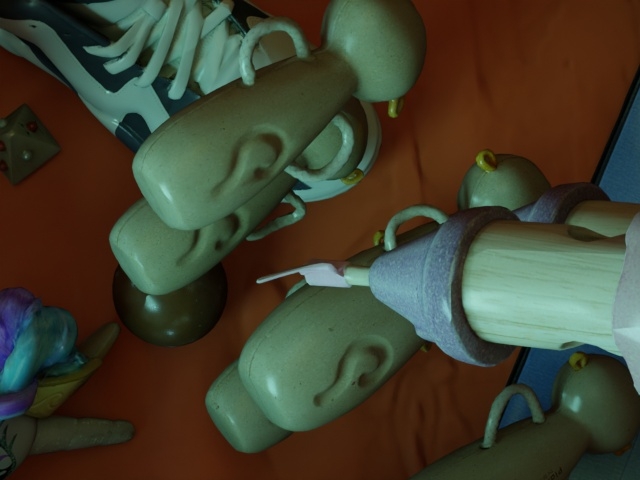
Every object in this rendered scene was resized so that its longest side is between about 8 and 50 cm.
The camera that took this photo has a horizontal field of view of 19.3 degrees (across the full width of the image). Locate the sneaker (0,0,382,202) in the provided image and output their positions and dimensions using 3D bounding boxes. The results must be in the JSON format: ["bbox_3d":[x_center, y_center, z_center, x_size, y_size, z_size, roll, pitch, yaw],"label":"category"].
[{"bbox_3d":[-0.077,-0.101,0.842,0.235,0.153,0.094,37,83,5],"label":"sneaker"}]

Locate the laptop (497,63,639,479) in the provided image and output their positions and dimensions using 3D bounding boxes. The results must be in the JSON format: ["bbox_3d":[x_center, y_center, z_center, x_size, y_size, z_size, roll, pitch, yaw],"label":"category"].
[{"bbox_3d":[0.319,0.050,0.791,0.236,0.408,0.382,28,81,-31],"label":"laptop"}]

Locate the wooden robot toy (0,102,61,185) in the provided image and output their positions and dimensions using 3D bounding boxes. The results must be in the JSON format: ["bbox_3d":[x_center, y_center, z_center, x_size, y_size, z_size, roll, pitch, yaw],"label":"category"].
[{"bbox_3d":[-0.205,-0.080,0.875,0.173,0.079,0.076,26,82,3],"label":"wooden robot toy"}]

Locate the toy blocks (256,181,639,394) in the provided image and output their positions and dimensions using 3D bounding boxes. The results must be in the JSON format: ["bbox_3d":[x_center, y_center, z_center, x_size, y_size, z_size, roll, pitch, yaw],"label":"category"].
[{"bbox_3d":[0.169,-0.008,0.673,0.260,0.289,0.309,5,98,42],"label":"toy blocks"}]

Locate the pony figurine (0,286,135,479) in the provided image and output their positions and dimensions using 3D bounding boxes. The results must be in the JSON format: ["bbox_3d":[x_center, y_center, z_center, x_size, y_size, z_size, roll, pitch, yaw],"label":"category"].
[{"bbox_3d":[-0.284,0.114,0.775,0.351,0.303,0.363,38,77,-27],"label":"pony figurine"}]

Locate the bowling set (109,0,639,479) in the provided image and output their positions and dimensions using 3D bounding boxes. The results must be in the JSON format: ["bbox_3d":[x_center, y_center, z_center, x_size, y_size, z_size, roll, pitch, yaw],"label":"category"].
[{"bbox_3d":[0.000,0.000,0.818,0.154,0.200,0.287,-37,126,-17],"label":"bowling set"}]
